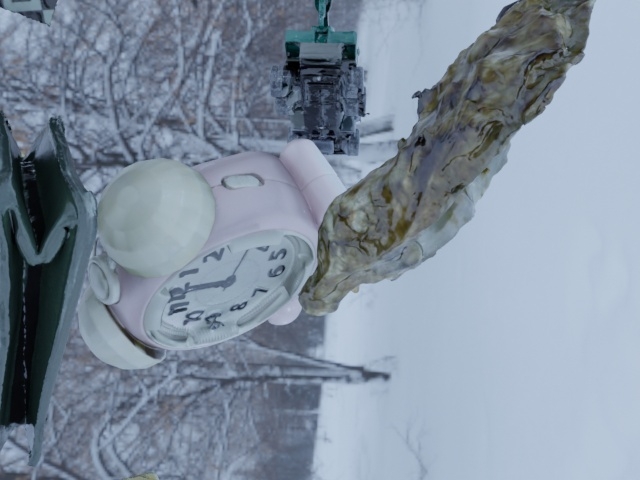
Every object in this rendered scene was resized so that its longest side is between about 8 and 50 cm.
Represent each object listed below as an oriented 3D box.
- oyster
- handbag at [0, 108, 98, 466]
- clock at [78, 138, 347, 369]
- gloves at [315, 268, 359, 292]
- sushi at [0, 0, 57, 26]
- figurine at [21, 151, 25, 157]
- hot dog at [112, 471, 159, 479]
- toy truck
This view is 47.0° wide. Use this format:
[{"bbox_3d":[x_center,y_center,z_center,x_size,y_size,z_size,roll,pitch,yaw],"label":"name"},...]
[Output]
[{"bbox_3d":[0.125,-0.105,0.603,0.396,0.111,0.204,-50,-7,-19],"label":"oyster"},{"bbox_3d":[-0.267,0.033,0.658,0.247,0.079,0.260,48,129,56],"label":"handbag"},{"bbox_3d":[-0.153,0.020,0.995,0.184,0.326,0.342,49,138,29],"label":"clock"},{"bbox_3d":[0.000,0.000,1.207,0.124,0.203,0.164,-43,8,-13],"label":"gloves"},{"bbox_3d":[-0.492,-0.508,1.091,0.059,0.292,0.294,-97,30,-70],"label":"sushi"},{"bbox_3d":[-0.459,-0.061,0.971,0.246,0.131,0.156,28,-105,-70],"label":"figurine"},{"bbox_3d":[-0.237,0.298,0.874,0.034,0.090,0.030,-33,63,51],"label":"hot dog"},{"bbox_3d":[0.008,-0.295,1.407,0.363,0.176,0.178,86,-173,-67],"label":"toy truck"}]
